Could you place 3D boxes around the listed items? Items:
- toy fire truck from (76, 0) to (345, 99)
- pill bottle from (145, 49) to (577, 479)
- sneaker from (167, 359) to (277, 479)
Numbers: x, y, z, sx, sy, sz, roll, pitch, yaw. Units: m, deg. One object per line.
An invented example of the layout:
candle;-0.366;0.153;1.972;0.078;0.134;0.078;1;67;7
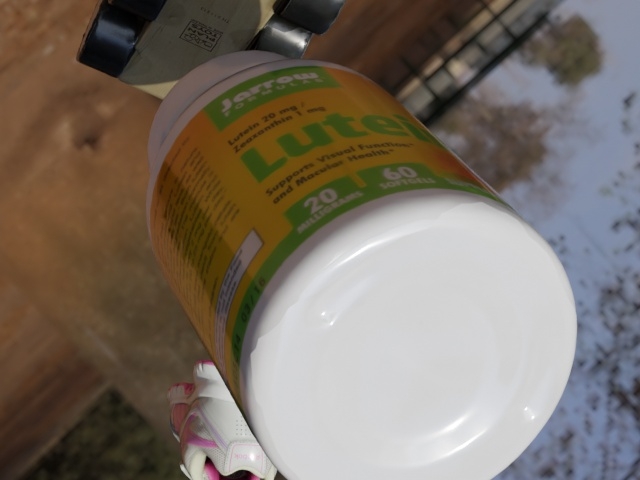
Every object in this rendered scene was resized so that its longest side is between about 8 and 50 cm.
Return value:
toy fire truck;-0.060;-0.229;1.012;0.217;0.158;0.246;-43;-153;61
pill bottle;0.000;0.000;0.723;0.136;0.136;0.246;-42;-149;2
sneaker;-0.092;0.185;1.520;0.252;0.103;0.111;116;-23;-73
